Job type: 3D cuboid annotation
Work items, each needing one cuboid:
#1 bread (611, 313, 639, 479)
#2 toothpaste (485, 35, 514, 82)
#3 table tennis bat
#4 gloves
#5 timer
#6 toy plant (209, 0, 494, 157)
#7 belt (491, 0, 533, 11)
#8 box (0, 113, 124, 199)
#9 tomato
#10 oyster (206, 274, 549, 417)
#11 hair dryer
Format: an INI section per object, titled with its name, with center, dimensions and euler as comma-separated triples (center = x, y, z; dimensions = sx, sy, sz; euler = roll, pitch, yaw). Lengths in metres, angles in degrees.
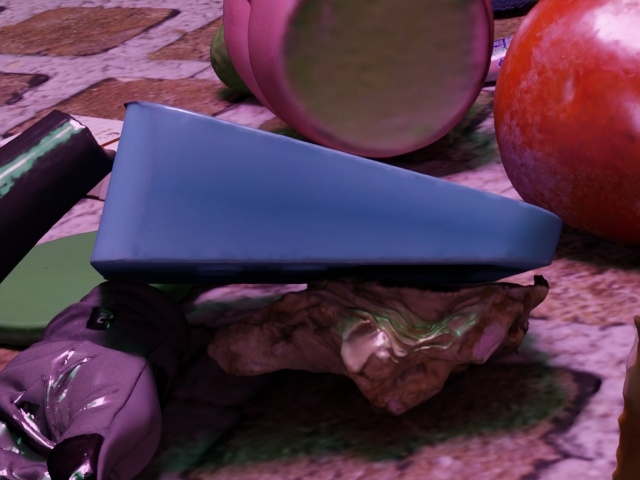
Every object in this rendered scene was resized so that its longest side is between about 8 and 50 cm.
[bread]
center = 0.262, 0.052, 0.668
dimensions = 0.279, 0.250, 0.225
euler = 4, 31, 12
[toothpaste]
center = 0.156, -0.162, 1.491
dimensions = 0.194, 0.043, 0.067
euler = -10, 26, 8
[table tennis bat]
center = -0.119, 0.019, 1.131
dimensions = 0.257, 0.039, 0.160
euler = -14, 24, -3
[gloves]
center = -0.139, 0.095, 0.846
dimensions = 0.142, 0.119, 0.285
euler = -2, 8, 22
[timer]
center = 0.000, 0.000, 0.970
dimensions = 0.250, 0.091, 0.232
euler = 11, -6, -2
[toy plant]
center = 0.037, -0.215, 1.376
dimensions = 0.211, 0.317, 0.356
euler = 31, 12, -11
[belt]
center = 0.151, -0.318, 1.754
dimensions = 0.122, 0.128, 0.218
euler = -17, 23, -22
[box]
center = -0.182, -0.070, 1.359
dimensions = 0.154, 0.040, 0.084
euler = 11, 25, 36
[tomato]
center = 0.225, -0.102, 1.117
dimensions = 0.232, 0.188, 0.232
euler = -8, 20, 3
[oyster]
center = 0.033, 0.060, 0.943
dimensions = 0.191, 0.081, 0.163
euler = -1, -4, 11
[hair dryer]
center = -0.295, 0.022, 1.043
dimensions = 0.304, 0.120, 0.359
euler = -45, 20, -16
